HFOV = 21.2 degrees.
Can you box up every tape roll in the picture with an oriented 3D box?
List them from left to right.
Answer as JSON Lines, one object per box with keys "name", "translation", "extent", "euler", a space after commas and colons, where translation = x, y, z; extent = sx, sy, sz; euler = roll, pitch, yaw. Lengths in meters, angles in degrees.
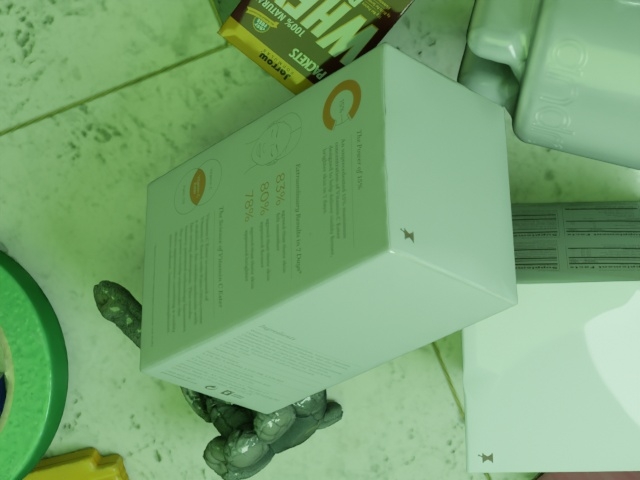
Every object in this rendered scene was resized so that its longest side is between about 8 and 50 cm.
{"name": "tape roll", "translation": [-0.441, 0.147, 1.874], "extent": [0.321, 0.077, 0.321], "euler": [0, 91, 7]}

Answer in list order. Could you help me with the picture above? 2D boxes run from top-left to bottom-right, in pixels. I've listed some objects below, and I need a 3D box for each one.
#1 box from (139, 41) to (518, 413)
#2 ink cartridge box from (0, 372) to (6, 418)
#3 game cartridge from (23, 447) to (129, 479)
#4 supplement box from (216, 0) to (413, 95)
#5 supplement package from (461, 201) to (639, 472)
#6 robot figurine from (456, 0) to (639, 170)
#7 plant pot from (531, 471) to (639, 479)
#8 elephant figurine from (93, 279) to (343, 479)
{"name": "box", "translation": [0.000, 0.000, 1.626], "extent": [0.168, 0.215, 0.345], "euler": [23, 144, -37]}
{"name": "ink cartridge box", "translation": [-0.461, 0.203, 1.951], "extent": [0.207, 0.046, 0.097], "euler": [0, 108, 6]}
{"name": "game cartridge", "translation": [-0.321, 0.418, 1.998], "extent": [0.285, 0.053, 0.324], "euler": [-16, 105, 10]}
{"name": "supplement box", "translation": [0.020, -0.254, 1.685], "extent": [0.129, 0.191, 0.194], "euler": [38, 107, -6]}
{"name": "supplement package", "translation": [0.244, 0.092, 1.727], "extent": [0.198, 0.263, 0.199], "euler": [-1, 107, 7]}
{"name": "robot figurine", "translation": [0.317, -0.169, 1.671], "extent": [0.353, 0.200, 0.300], "euler": [13, 152, 5]}
{"name": "plant pot", "translation": [0.327, 0.288, 1.827], "extent": [0.180, 0.201, 0.201], "euler": [47, 106, 8]}
{"name": "elephant figurine", "translation": [-0.108, 0.123, 1.842], "extent": [0.169, 0.186, 0.239], "euler": [-37, 71, -19]}
